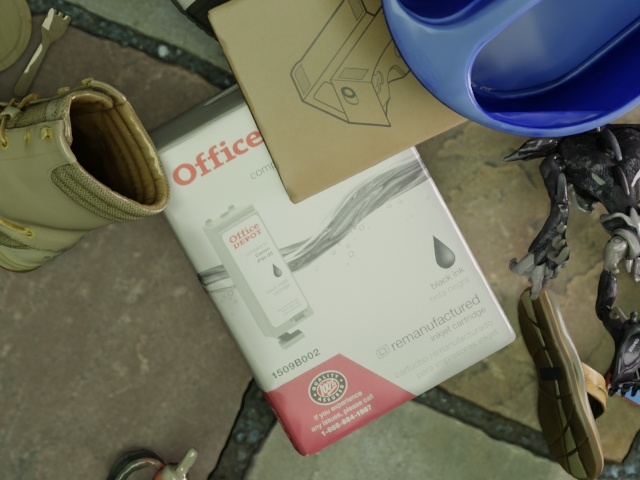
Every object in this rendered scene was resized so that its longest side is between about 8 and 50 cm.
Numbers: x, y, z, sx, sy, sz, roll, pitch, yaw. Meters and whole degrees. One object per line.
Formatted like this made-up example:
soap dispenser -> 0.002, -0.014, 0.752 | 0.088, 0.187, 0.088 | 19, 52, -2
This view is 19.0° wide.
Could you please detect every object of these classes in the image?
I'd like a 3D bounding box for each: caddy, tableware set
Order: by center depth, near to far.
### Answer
caddy -> 0.194, -0.230, 1.383 | 0.341, 0.179, 0.241 | -39, 103, 0
tableware set -> -0.253, -0.225, 1.547 | 0.128, 0.039, 0.194 | 28, 102, -21

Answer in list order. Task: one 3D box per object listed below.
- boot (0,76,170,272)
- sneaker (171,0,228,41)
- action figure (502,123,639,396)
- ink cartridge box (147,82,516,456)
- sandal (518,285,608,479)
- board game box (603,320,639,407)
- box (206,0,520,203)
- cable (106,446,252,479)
boot -> -0.253, -0.094, 1.474 | 0.262, 0.203, 0.095 | 50, 52, -19
sneaker -> -0.095, -0.285, 1.468 | 0.122, 0.146, 0.330 | -33, 92, -9
action figure -> 0.238, 0.001, 1.572 | 0.164, 0.141, 0.275 | -5, 59, -17
ink cartridge box -> 0.000, 0.000, 1.567 | 0.207, 0.117, 0.283 | -29, 101, 0
sandal -> 0.217, 0.121, 1.642 | 0.049, 0.072, 0.180 | -18, 97, -24
board game box -> 0.378, 0.042, 1.657 | 0.145, 0.027, 0.281 | 31, 96, -11
box -> 0.035, -0.143, 1.475 | 0.201, 0.021, 0.164 | -25, 103, -5
cable -> -0.166, 0.295, 1.624 | 0.139, 0.072, 0.287 | 37, 94, -13
